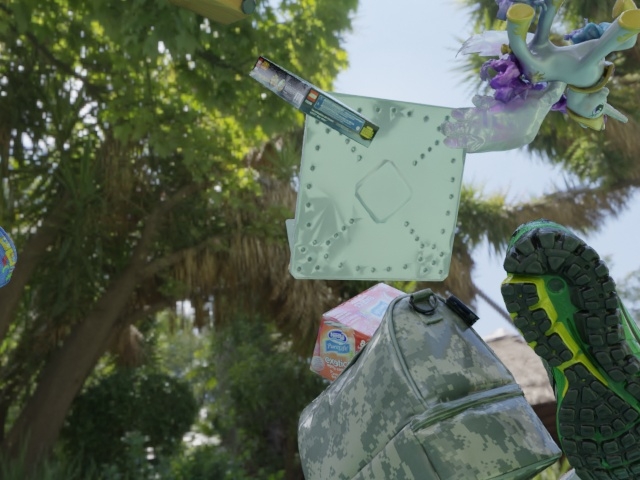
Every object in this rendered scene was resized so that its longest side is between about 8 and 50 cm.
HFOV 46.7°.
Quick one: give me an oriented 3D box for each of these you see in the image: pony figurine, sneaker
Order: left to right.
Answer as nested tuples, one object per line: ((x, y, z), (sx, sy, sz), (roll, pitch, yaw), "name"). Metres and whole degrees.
((0.411, -0.321, 1.374), (0.351, 0.302, 0.363), (8, -23, 14), "pony figurine")
((0.305, 0.125, 0.810), (0.134, 0.343, 0.146), (-20, 11, 19), "sneaker")

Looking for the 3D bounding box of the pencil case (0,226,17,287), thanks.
((-0.610, 0.084, 1.142), (0.119, 0.306, 0.133), (-23, -71, 39), "pencil case")

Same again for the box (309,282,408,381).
((0.120, 0.225, 1.776), (0.142, 0.154, 0.300), (22, 21, 25), "box")

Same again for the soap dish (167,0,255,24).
((-0.176, -0.429, 0.967), (0.291, 0.118, 0.229), (7, -72, -51), "soap dish")

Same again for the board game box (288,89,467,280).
((0.127, -0.108, 1.609), (0.390, 0.390, 0.050), (2, 10, -24), "board game box")

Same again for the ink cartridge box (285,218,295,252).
((0.000, 0.000, 1.729), (0.181, 0.104, 0.061), (-4, 15, 19), "ink cartridge box")

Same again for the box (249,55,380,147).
((-0.008, -0.147, 0.777), (0.094, 0.137, 0.027), (24, -78, -35), "box")

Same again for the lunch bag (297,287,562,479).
((0.110, 0.243, 0.946), (0.213, 0.256, 0.305), (-6, -37, -40), "lunch bag")

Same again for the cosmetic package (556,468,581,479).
((0.315, 0.408, 0.943), (0.184, 0.151, 0.151), (-40, -22, -11), "cosmetic package")
